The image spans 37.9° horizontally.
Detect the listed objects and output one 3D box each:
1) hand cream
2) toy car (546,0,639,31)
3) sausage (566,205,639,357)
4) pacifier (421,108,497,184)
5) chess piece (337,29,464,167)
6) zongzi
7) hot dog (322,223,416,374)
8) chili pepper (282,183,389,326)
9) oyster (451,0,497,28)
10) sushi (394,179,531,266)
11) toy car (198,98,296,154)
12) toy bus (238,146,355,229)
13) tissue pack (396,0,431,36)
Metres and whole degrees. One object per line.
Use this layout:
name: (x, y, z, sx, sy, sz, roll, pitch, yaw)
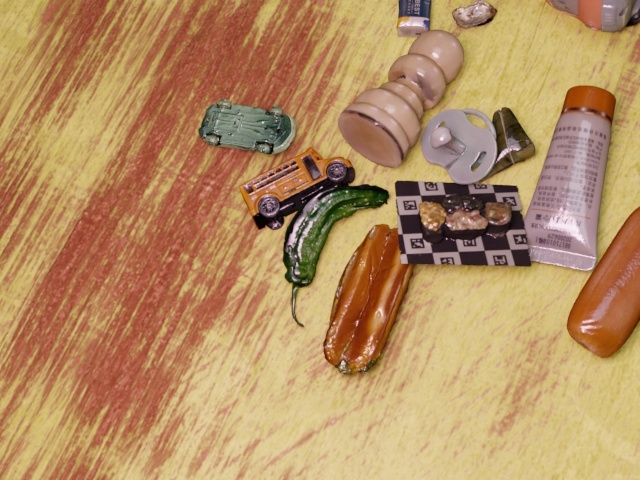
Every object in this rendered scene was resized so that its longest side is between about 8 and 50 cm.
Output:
hand cream: (0.428, -0.104, 1.565, 0.139, 0.089, 0.314, 14, 75, 25)
toy car: (0.491, -0.517, 1.673, 0.212, 0.180, 0.270, 12, 70, 21)
sausage: (0.490, 0.060, 1.492, 0.105, 0.105, 0.274, 31, 76, 15)
pacifier: (0.230, -0.171, 1.585, 0.127, 0.116, 0.150, -49, 59, 15)
chess piece: (0.159, -0.261, 1.630, 0.143, 0.143, 0.261, 35, 71, 16)
zongzi: (0.303, -0.168, 1.626, 0.113, 0.052, 0.104, -30, 62, 8)
hot dog: (0.079, 0.093, 1.531, 0.115, 0.072, 0.269, 21, 72, 10)
chili pepper: (0.000, 0.000, 1.580, 0.122, 0.065, 0.279, 36, 82, -5)
oyster: (0.288, -0.417, 1.730, 0.083, 0.019, 0.054, -17, 68, 1)
sushi: (0.235, -0.047, 1.537, 0.215, 0.050, 0.192, 2, 48, -1)
toy car: (-0.129, -0.195, 1.665, 0.186, 0.058, 0.093, 11, 71, 22)
toy bus: (-0.039, -0.097, 1.607, 0.194, 0.083, 0.088, -27, 72, -5)
tissue pack: (0.174, -0.421, 1.729, 0.062, 0.042, 0.083, 3, 70, 9)
